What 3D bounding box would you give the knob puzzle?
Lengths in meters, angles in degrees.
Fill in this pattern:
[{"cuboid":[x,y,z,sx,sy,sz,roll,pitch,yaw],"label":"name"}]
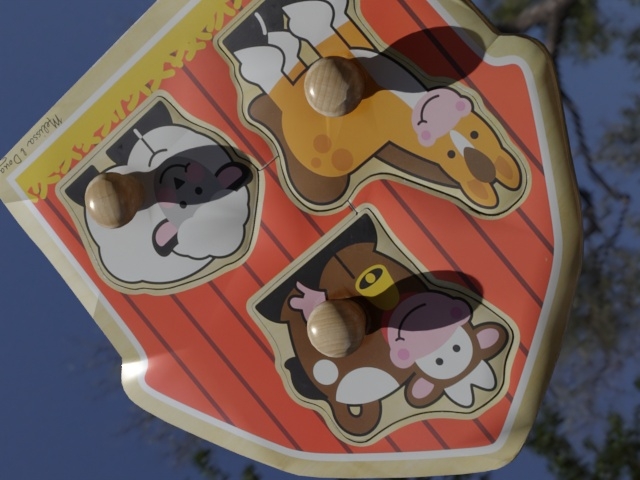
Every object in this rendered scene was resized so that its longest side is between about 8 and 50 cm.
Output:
[{"cuboid":[0.000,0.000,0.501,0.213,0.213,0.030,48,-160,2],"label":"knob puzzle"}]
